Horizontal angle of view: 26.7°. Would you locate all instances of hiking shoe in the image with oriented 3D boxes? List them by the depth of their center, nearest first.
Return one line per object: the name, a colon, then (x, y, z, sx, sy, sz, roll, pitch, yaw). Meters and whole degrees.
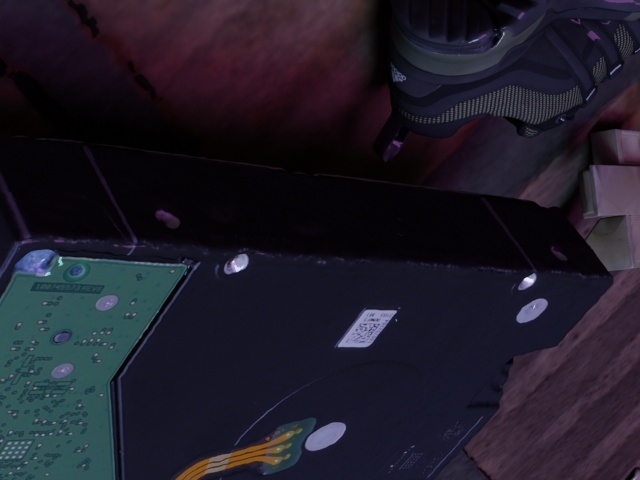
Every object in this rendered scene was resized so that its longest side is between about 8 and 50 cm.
hiking shoe: (0.120, -0.111, 0.671, 0.227, 0.086, 0.114, -19, 150, -26)

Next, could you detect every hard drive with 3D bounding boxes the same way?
hard drive: (-0.048, 0.069, 0.618, 0.339, 0.064, 0.237, 3, 133, -43)

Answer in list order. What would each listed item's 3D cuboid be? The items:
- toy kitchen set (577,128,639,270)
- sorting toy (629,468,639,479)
toy kitchen set: (0.153, -0.021, 0.819, 0.068, 0.075, 0.083, -2, 85, -49)
sorting toy: (0.284, 0.237, 1.218, 0.062, 0.012, 0.083, -54, 144, 9)
